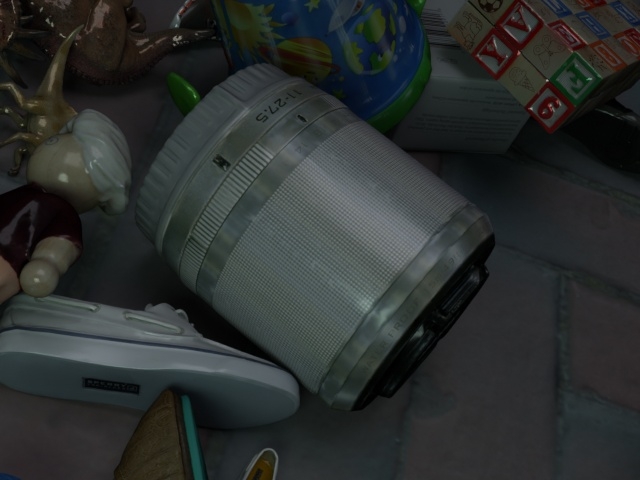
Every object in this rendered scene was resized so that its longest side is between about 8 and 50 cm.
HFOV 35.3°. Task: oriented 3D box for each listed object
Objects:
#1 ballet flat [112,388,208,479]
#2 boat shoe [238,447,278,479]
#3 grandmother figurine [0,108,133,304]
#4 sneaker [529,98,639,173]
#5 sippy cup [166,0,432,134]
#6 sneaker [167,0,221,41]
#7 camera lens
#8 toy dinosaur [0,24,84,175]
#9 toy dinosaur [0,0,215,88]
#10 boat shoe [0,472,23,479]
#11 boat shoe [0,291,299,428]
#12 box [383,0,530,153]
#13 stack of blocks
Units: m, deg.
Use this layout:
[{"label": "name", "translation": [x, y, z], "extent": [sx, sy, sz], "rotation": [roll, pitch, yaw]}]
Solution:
[{"label": "ballet flat", "translation": [-0.110, 0.267, 0.707], "extent": [0.124, 0.116, 0.342], "rotation": [-15, 60, -12]}, {"label": "boat shoe", "translation": [-0.057, 0.212, 0.816], "extent": [0.035, 0.035, 0.100], "rotation": [27, 44, 0]}, {"label": "grandmother figurine", "translation": [-0.263, 0.017, 0.784], "extent": [0.207, 0.104, 0.342], "rotation": [6, 45, 36]}, {"label": "sneaker", "translation": [0.373, -0.181, 1.339], "extent": [0.227, 0.087, 0.130], "rotation": [30, 51, 10]}, {"label": "sippy cup", "translation": [-0.015, -0.246, 1.054], "extent": [0.240, 0.224, 0.306], "rotation": [3, 61, 19]}, {"label": "sneaker", "translation": [-0.118, -0.264, 1.204], "extent": [0.065, 0.061, 0.158], "rotation": [44, 47, 8]}, {"label": "camera lens", "translation": [0.000, 0.000, 0.904], "extent": [0.274, 0.219, 0.219], "rotation": [39, 45, 12]}, {"label": "toy dinosaur", "translation": [-0.280, -0.125, 0.995], "extent": [0.092, 0.053, 0.183], "rotation": [5, 75, -21]}, {"label": "toy dinosaur", "translation": [-0.269, -0.225, 1.059], "extent": [0.295, 0.127, 0.200], "rotation": [23, 51, -22]}, {"label": "boat shoe", "translation": [-0.277, 0.261, 0.637], "extent": [0.109, 0.089, 0.258], "rotation": [27, 48, 18]}, {"label": "boat shoe", "translation": [-0.140, 0.091, 0.843], "extent": [0.258, 0.095, 0.084], "rotation": [14, 49, -14]}, {"label": "box", "translation": [0.149, -0.212, 1.238], "extent": [0.181, 0.119, 0.181], "rotation": [0, 51, -27]}, {"label": "stack of blocks", "translation": [0.295, -0.245, 1.198], "extent": [0.171, 0.087, 0.297], "rotation": [48, 36, 11]}]
